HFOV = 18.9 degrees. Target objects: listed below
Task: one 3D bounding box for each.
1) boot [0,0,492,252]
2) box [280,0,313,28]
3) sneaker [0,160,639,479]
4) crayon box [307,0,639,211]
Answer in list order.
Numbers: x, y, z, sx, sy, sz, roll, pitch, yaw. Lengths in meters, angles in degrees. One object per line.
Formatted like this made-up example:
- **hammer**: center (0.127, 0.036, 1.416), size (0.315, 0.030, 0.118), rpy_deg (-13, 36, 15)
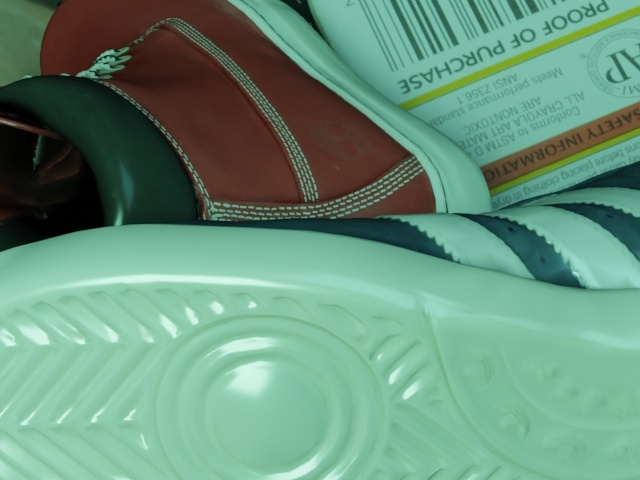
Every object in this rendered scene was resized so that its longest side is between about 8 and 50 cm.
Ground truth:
- **boot**: center (-0.079, -0.045, 0.659), size (0.176, 0.088, 0.244), rpy_deg (4, 19, -37)
- **box**: center (0.028, -0.177, 0.944), size (0.270, 0.060, 0.216), rpy_deg (41, 40, 4)
- **sneaker**: center (0.054, 0.037, 0.563), size (0.350, 0.131, 0.148), rpy_deg (3, 23, -8)
- **crayon box**: center (0.146, 0.010, 0.702), size (0.203, 0.083, 0.323), rpy_deg (-22, 59, -1)
